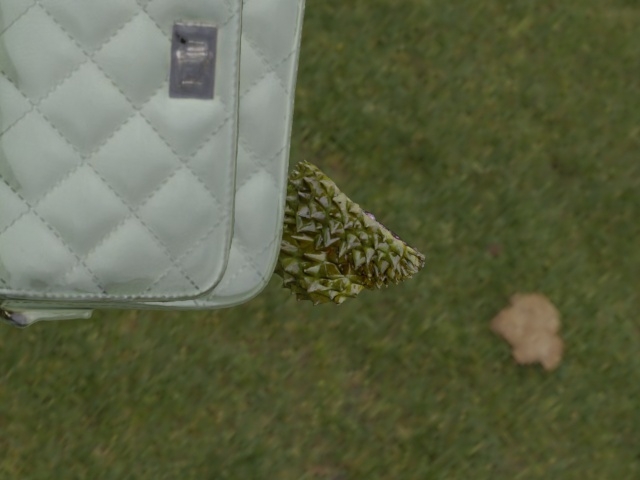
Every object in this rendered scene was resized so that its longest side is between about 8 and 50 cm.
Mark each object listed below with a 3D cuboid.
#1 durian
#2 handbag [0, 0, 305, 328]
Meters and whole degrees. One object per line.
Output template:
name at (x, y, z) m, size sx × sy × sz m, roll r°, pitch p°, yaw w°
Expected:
durian at (-0.002, 0.003, 1.649) m, size 0.119 × 0.108 × 0.186 m, roll 40°, pitch -2°, yaw -42°
handbag at (-0.117, -0.086, 0.811) m, size 0.219 × 0.079 × 0.256 m, roll -1°, pitch 99°, yaw -30°
